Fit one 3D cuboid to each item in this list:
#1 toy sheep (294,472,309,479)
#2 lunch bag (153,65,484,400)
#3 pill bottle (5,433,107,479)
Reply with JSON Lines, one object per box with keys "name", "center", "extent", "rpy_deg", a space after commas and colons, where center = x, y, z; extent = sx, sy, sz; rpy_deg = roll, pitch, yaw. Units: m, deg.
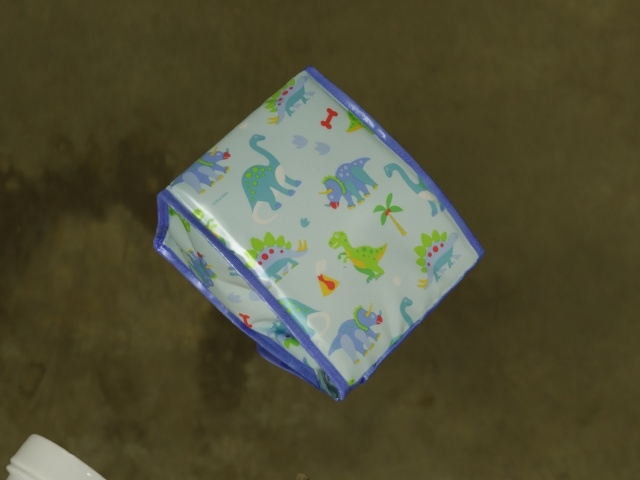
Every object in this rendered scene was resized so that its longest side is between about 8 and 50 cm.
{"name": "toy sheep", "center": [-0.025, 0.228, 1.131], "extent": [0.091, 0.132, 0.091], "rpy_deg": [2, 130, 2]}
{"name": "lunch bag", "center": [0.000, 0.000, 0.862], "extent": [0.151, 0.096, 0.129], "rpy_deg": [41, 68, 12]}
{"name": "pill bottle", "center": [-0.208, 0.220, 0.964], "extent": [0.108, 0.108, 0.180], "rpy_deg": [45, 70, -24]}
